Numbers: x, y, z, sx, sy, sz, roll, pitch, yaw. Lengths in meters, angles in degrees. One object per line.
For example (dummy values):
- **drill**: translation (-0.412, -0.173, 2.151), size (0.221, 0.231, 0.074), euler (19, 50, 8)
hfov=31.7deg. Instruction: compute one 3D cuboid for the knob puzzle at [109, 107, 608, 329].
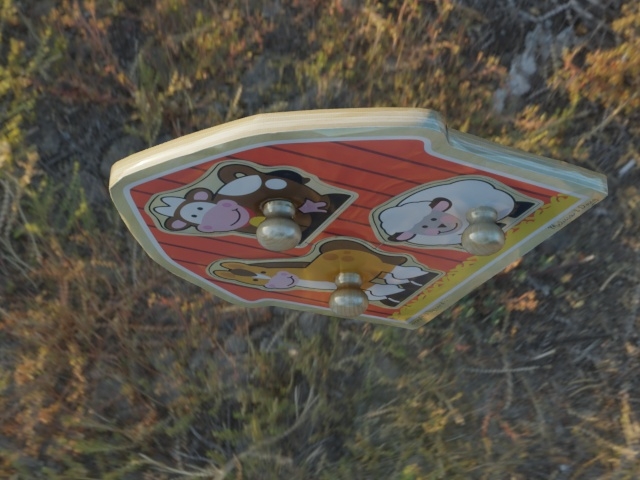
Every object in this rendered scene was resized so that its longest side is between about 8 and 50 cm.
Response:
- **knob puzzle**: translation (0.000, 0.000, 0.503), size (0.213, 0.213, 0.030), euler (2, 64, -2)
